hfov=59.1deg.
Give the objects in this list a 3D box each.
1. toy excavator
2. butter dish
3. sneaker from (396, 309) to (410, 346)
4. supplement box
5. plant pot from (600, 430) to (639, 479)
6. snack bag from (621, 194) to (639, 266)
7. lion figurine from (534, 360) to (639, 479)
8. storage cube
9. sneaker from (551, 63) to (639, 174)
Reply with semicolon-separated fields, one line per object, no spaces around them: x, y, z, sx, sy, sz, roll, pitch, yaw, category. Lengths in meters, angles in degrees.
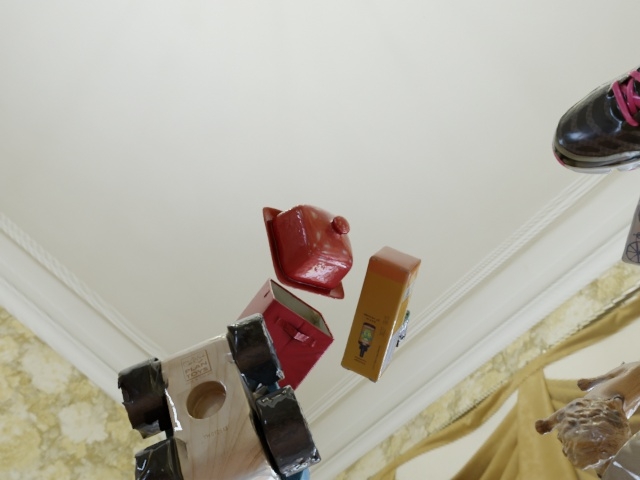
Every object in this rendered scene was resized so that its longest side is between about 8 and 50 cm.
-0.139;0.311;0.939;0.222;0.433;0.445;-23;-47;-8;toy excavator
0.000;0.000;0.936;0.160;0.160;0.118;18;-45;-41;butter dish
0.149;0.183;1.109;0.038;0.098;0.069;17;-63;30;sneaker
0.107;0.133;1.012;0.078;0.080;0.233;22;-67;19;supplement box
0.509;0.380;0.642;0.256;0.274;0.257;-4;-79;-20;plant pot
0.544;-0.062;0.603;0.342;0.037;0.323;18;-51;26;snack bag
0.592;0.327;1.134;0.142;0.392;0.240;46;-31;14;lion figurine
-0.107;0.238;1.392;0.183;0.215;0.193;36;-85;-15;storage cube
0.204;-0.097;0.316;0.074;0.063;0.170;25;-37;-38;sneaker
